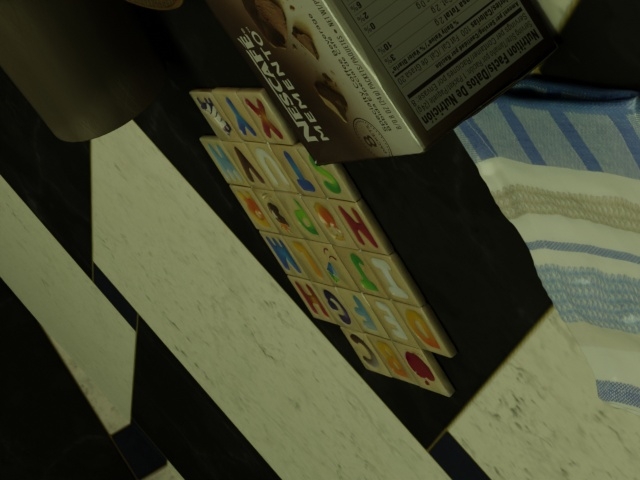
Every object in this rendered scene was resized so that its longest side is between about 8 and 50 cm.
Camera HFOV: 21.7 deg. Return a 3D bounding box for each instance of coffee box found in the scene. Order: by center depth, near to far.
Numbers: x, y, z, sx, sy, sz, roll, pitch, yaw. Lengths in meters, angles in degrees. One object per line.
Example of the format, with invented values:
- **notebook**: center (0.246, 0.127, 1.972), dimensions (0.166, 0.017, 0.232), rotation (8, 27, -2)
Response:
- **coffee box**: center (-0.009, -0.199, 1.020), dimensions (0.297, 0.119, 0.168), rotation (56, 160, -14)

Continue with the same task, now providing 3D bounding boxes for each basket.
- **basket**: center (-0.248, -0.215, 1.537), dimensions (0.204, 0.154, 0.227), rotation (29, 155, 53)

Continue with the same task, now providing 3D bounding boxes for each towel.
- **towel**: center (0.198, 0.018, 1.085), dimensions (0.209, 0.034, 0.285), rotation (16, 141, 60)

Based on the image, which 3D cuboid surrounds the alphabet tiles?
- **alphabet tiles**: center (0.000, 0.000, 1.565), dimensions (0.343, 0.011, 0.285), rotation (58, 161, -19)

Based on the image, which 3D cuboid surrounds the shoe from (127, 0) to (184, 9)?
- **shoe**: center (-0.136, -0.248, 1.355), dimensions (0.076, 0.058, 0.219), rotation (19, 164, -1)
